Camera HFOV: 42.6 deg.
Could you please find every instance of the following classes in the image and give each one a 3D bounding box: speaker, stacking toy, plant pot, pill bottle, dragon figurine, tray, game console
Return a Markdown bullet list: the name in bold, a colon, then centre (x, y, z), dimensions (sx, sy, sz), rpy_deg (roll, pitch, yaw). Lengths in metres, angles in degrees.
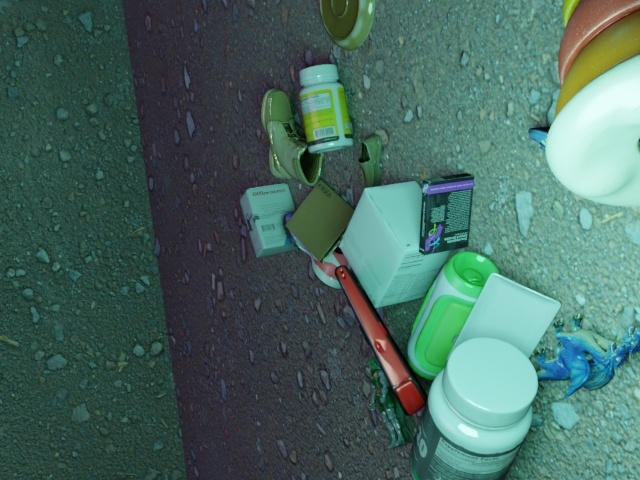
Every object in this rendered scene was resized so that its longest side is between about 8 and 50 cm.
- **speaker**: centre (0.279, 0.165, 1.752), dimensions (0.131, 0.131, 0.297), rpy_deg (56, 144, 36)
- **stacking toy**: centre (0.467, -0.319, 1.173), dimensions (0.351, 0.350, 0.480), rpy_deg (128, 145, -54)
- **plant pot**: centre (0.056, -0.587, 2.014), dimensions (0.236, 0.032, 0.237), rpy_deg (30, 125, 55)
- **pill bottle**: centre (0.011, -0.334, 2.086), dimensions (0.119, 0.119, 0.209), rpy_deg (-8, 91, 61)
- **dragon figurine**: centre (0.465, 0.231, 1.480), dimensions (0.144, 0.085, 0.289), rpy_deg (58, 143, 35)
- **tray**: centre (0.364, 0.181, 1.649), dimensions (0.145, 0.030, 0.270), rpy_deg (24, 131, 8)
- **pill bottle**: centre (0.304, 0.369, 1.642), dimensions (0.204, 0.204, 0.361), rpy_deg (56, 152, 37)
- **game console**: centre (0.138, 0.234, 1.861), dimensions (0.342, 0.060, 0.386), rpy_deg (59, -179, 13)

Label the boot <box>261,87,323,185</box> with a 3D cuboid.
- **boot**: centre (-0.078, -0.289, 2.285), dimensions (0.203, 0.095, 0.262), rpy_deg (22, 120, 58)

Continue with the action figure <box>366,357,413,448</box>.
- **action figure**: centre (0.166, 0.413, 2.110), dimensions (0.137, 0.063, 0.232), rpy_deg (129, 129, -58)

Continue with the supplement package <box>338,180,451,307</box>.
- **supplement package**: centre (0.172, 0.007, 1.870), dimensions (0.194, 0.149, 0.203), rpy_deg (60, 145, 31)

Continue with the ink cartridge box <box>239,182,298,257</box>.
- **ink cartridge box**: centre (-0.143, -0.060, 2.429), dimensions (0.082, 0.139, 0.191), rpy_deg (-47, 58, 58)

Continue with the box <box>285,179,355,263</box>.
- **box**: centre (0.003, -0.053, 2.197), dimensions (0.164, 0.021, 0.201), rpy_deg (-52, 43, 7)

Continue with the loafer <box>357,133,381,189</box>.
- **loafer**: centre (0.116, -0.187, 2.014), dimensions (0.056, 0.050, 0.148), rpy_deg (31, 125, 54)

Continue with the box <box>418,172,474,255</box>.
- **box**: centre (0.263, -0.055, 1.722), dimensions (0.029, 0.116, 0.162), rpy_deg (31, 125, 56)

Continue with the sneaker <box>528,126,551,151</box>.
- **sneaker**: centre (0.423, -0.166, 1.464), dimensions (0.144, 0.053, 0.059), rpy_deg (40, 134, 51)

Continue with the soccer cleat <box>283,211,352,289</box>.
- **soccer cleat**: centre (0.000, 0.000, 2.255), dimensions (0.116, 0.108, 0.318), rpy_deg (-57, 41, 20)
